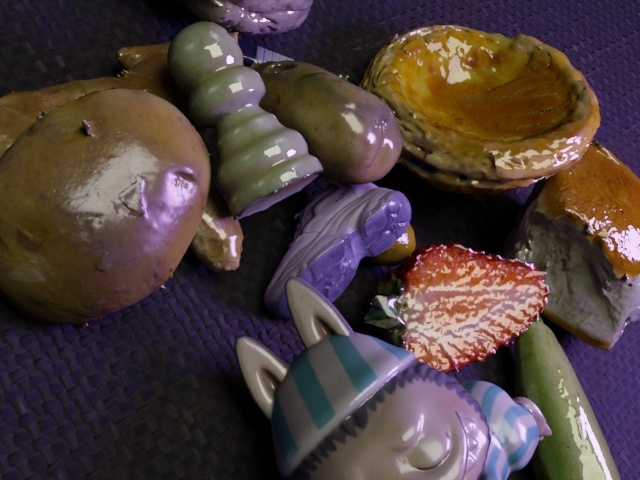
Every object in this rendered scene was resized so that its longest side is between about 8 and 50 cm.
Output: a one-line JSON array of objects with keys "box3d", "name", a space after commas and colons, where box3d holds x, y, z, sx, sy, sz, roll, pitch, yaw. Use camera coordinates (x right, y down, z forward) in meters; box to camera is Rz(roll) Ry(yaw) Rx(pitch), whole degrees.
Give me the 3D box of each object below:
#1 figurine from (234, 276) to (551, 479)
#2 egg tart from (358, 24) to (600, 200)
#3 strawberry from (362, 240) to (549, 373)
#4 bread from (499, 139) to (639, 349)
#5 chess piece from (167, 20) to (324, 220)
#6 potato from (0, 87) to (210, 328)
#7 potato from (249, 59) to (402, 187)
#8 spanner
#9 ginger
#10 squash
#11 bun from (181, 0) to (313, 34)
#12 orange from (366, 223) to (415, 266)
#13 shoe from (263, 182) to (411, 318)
[{"box3d": [0.092, 0.191, 1.158, 0.361, 0.266, 0.378, -34, 97, -54], "name": "figurine"}, {"box3d": [0.242, -0.194, 1.474, 0.387, 0.169, 0.388, 0, 46, 0], "name": "egg tart"}, {"box3d": [0.180, 0.096, 1.350, 0.286, 0.106, 0.188, -8, 89, -18], "name": "strawberry"}, {"box3d": [0.435, 0.015, 1.515, 0.279, 0.225, 0.250, 38, 44, -2], "name": "bread"}, {"box3d": [-0.106, -0.160, 1.171, 0.133, 0.133, 0.243, -25, 87, -41], "name": "chess piece"}, {"box3d": [-0.242, -0.032, 1.042, 0.299, 0.116, 0.239, -46, 116, -12], "name": "potato"}, {"box3d": [-0.008, -0.170, 1.309, 0.191, 0.141, 0.296, 20, 14, -43], "name": "potato"}, {"box3d": [-0.043, -0.270, 1.462, 0.315, 0.024, 0.087, 16, 57, -27], "name": "spanner"}, {"box3d": [-0.255, -0.155, 1.205, 0.363, 0.122, 0.348, 13, 58, -23], "name": "ginger"}, {"box3d": [0.355, 0.277, 1.401, 0.118, 0.118, 0.371, -3, 67, -36], "name": "squash"}, {"box3d": [-0.135, -0.417, 1.333, 0.204, 0.281, 0.282, -26, 81, -2], "name": "bun"}, {"box3d": [0.099, -0.002, 1.380, 0.095, 0.085, 0.085, 27, 53, -40], "name": "orange"}, {"box3d": [0.000, 0.000, 1.302, 0.245, 0.137, 0.095, -42, 133, -16], "name": "shoe"}]
